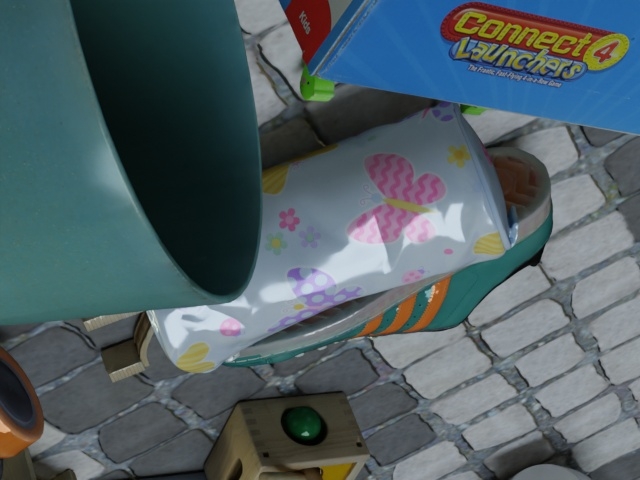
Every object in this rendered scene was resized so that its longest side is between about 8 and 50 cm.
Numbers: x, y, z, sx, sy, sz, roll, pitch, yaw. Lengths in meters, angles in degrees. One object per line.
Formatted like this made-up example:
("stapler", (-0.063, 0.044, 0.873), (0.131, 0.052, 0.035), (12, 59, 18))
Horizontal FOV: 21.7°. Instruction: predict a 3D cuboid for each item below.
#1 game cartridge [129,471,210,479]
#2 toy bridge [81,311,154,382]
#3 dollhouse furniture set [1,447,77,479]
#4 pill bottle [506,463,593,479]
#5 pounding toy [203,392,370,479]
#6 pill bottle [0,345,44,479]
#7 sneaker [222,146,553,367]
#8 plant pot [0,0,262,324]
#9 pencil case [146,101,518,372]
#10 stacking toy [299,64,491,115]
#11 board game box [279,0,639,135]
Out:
("game cartridge", (-0.193, 0.328, 1.624), (0.198, 0.062, 0.297), (-7, 144, -30))
("toy bridge", (-0.154, 0.048, 1.276), (0.063, 0.026, 0.188), (-21, 147, -5))
("dollhouse furniture set", (-0.291, 0.251, 1.386), (0.129, 0.129, 0.183), (-31, 146, 13))
("pill bottle", (0.254, 0.338, 1.815), (0.146, 0.146, 0.264), (-22, 146, -2))
("pounding toy", (-0.031, 0.204, 1.499), (0.130, 0.100, 0.141), (-3, 142, -28))
("pill bottle", (-0.329, 0.169, 1.248), (0.245, 0.130, 0.130), (-30, 146, 11))
("sneaker", (0.048, 0.038, 1.308), (0.302, 0.108, 0.121), (-22, 142, -4))
("plant pot", (-0.186, -0.088, 0.851), (0.235, 0.293, 0.293), (-12, 148, 12))
("pencil case", (0.000, 0.000, 1.190), (0.273, 0.124, 0.113), (-22, -171, 8))
("stacking toy", (0.102, -0.159, 1.115), (0.167, 0.052, 0.221), (3, 139, -34))
("board game box", (0.089, -0.193, 0.833), (0.308, 0.302, 0.086), (6, 137, -37))
